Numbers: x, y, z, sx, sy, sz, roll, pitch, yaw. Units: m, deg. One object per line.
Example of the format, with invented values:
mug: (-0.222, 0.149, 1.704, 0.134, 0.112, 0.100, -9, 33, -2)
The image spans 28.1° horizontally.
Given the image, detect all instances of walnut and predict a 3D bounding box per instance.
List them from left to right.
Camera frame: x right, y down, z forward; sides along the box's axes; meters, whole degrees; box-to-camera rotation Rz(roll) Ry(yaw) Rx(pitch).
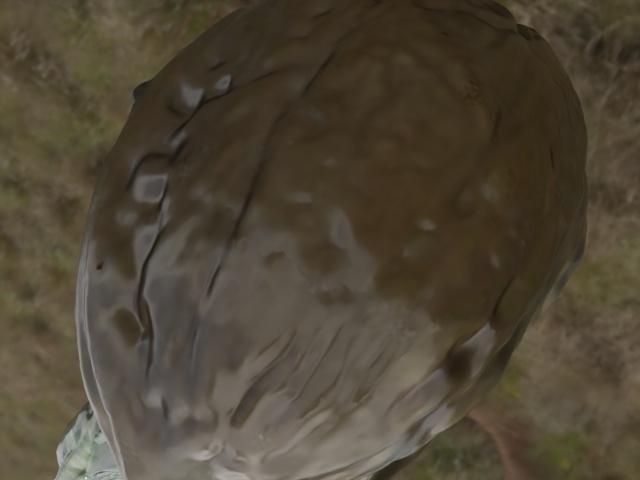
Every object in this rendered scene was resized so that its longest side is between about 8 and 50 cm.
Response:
walnut: (0.001, 0.002, 0.461, 0.178, 0.230, 0.178, 25, 148, 17)

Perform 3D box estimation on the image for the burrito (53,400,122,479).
burrito: (-0.094, 0.102, 0.755, 0.096, 0.066, 0.309, 2, 155, -27)
